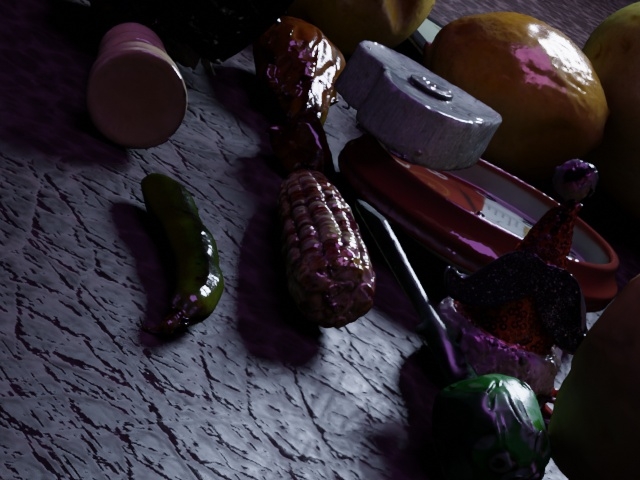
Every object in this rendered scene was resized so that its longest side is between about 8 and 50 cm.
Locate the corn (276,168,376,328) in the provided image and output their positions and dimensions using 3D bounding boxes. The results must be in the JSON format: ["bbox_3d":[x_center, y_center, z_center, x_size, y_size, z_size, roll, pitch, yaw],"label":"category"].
[{"bbox_3d":[0.000,0.000,1.356,0.079,0.079,0.237,25,18,-16],"label":"corn"}]

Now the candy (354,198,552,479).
[{"bbox_3d":[0.093,0.073,1.251,0.097,0.097,0.323,13,36,-37],"label":"candy"}]

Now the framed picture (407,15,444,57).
[{"bbox_3d":[0.217,-0.241,2.157,0.347,0.016,0.265,25,21,-38],"label":"framed picture"}]

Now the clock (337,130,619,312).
[{"bbox_3d":[0.160,-0.017,1.585,0.318,0.080,0.318,26,15,-7],"label":"clock"}]

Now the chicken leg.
[{"bbox_3d":[-0.016,-0.151,1.647,0.113,0.093,0.304,36,23,-25],"label":"chicken leg"}]

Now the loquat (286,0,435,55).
[{"bbox_3d":[0.051,-0.335,1.957,0.213,0.213,0.213,26,22,-12],"label":"loquat"}]

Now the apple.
[{"bbox_3d":[0.481,-0.155,1.990,0.338,0.339,0.305,10,15,-43],"label":"apple"}]

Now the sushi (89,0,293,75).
[{"bbox_3d":[-0.149,-0.275,1.591,0.238,0.218,0.225,51,25,-18],"label":"sushi"}]

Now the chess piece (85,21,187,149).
[{"bbox_3d":[-0.177,-0.154,1.449,0.094,0.094,0.170,24,15,-17],"label":"chess piece"}]

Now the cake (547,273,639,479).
[{"bbox_3d":[0.378,0.170,1.152,0.332,0.332,0.321,7,34,-46],"label":"cake"}]

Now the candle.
[{"bbox_3d":[0.105,-0.129,1.576,0.168,0.068,0.192,21,20,-27],"label":"candle"}]

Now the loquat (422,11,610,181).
[{"bbox_3d":[0.234,-0.176,1.863,0.238,0.193,0.238,10,32,-6],"label":"loquat"}]

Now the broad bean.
[{"bbox_3d":[-0.112,0.009,1.233,0.069,0.039,0.227,18,25,-17],"label":"broad bean"}]

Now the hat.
[{"bbox_3d":[0.186,0.037,1.317,0.140,0.227,0.129,30,21,14],"label":"hat"}]
